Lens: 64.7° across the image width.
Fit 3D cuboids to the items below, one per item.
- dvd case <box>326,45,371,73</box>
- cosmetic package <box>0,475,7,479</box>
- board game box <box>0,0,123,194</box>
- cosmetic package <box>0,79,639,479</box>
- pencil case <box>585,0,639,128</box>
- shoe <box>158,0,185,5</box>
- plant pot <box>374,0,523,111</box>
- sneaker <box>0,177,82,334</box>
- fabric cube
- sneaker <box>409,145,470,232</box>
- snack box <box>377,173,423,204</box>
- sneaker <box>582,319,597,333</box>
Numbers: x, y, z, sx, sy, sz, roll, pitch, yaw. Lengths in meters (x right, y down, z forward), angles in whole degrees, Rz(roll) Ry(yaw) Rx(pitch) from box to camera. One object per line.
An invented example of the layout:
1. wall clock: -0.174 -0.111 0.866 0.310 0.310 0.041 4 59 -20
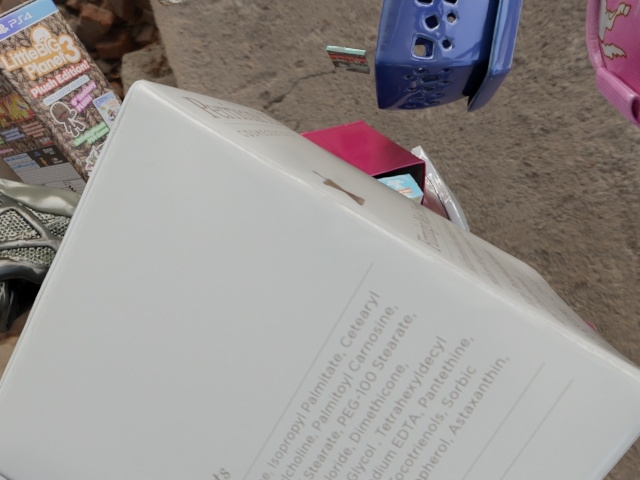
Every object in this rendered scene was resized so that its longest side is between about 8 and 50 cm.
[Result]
1. dvd case: 0.067 -0.411 1.154 0.087 0.119 0.013 12 90 13
2. cosmetic package: -0.343 0.420 0.537 0.155 0.197 0.366 -24 106 43
3. board game box: -0.477 -0.224 0.869 0.232 0.141 0.291 0 132 37
4. cosmetic package: -0.007 0.102 0.496 0.393 0.329 0.328 30 103 2
5. pencil case: 0.352 -0.156 0.285 0.385 0.160 0.167 -8 96 -11
6. shoe: -0.255 -0.569 1.056 0.219 0.077 0.058 -47 45 -14
7. plant pot: 0.213 -0.354 0.857 0.212 0.236 0.236 10 89 8
8. sneaker: -0.326 0.006 0.458 0.227 0.130 0.087 12 145 -4
9. fabric cube: 0.041 -0.076 1.073 0.259 0.258 0.254 -17 127 -18
10. sneaker: 0.257 -0.097 1.175 0.091 0.094 0.258 -34 61 19
11. snack box: 0.000 0.000 0.839 0.321 0.060 0.187 -11 139 -19
12. sneaker: 0.370 0.177 0.835 0.185 0.070 0.084 -32 129 2
